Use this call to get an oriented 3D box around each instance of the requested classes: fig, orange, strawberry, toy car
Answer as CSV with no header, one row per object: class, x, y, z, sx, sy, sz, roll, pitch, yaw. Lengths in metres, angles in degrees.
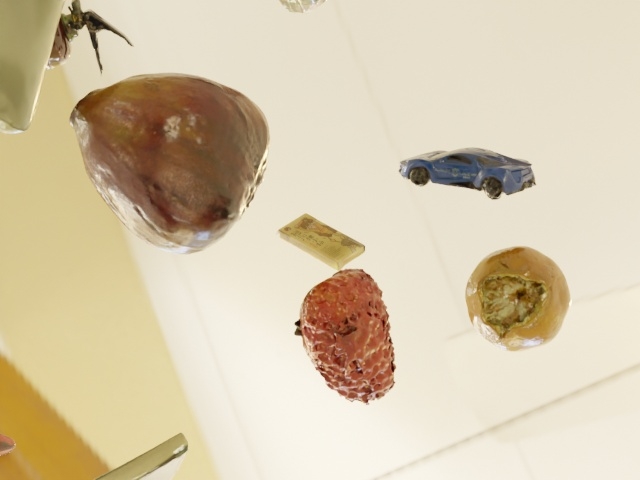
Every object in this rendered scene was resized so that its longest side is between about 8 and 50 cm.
fig,-0.181,-0.100,1.925,0.224,0.263,0.224,-24,-126,38
orange,0.286,0.083,2.216,0.134,0.155,0.154,110,-43,-78
strawberry,0.049,0.120,1.817,0.082,0.121,0.188,23,-32,52
toy car,0.221,-0.109,2.322,0.216,0.103,0.063,12,-73,28

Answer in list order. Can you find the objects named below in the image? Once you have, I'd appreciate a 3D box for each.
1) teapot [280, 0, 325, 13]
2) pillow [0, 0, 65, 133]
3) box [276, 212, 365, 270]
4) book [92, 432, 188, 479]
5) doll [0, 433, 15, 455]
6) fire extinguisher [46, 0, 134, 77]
teapot,-0.083,-0.412,2.142,0.178,0.163,0.221,-134,-144,-63
pillow,-0.447,-0.326,2.008,0.120,0.255,0.322,-6,-114,42
box,0.000,0.000,2.667,0.149,0.073,0.020,28,-45,32
book,-0.279,0.321,1.650,0.031,0.264,0.379,56,-22,11
doll,-0.333,0.156,1.276,0.057,0.169,0.109,-36,-95,23
fire extinguisher,-0.447,-0.267,2.235,0.102,0.344,0.138,-103,176,-71
